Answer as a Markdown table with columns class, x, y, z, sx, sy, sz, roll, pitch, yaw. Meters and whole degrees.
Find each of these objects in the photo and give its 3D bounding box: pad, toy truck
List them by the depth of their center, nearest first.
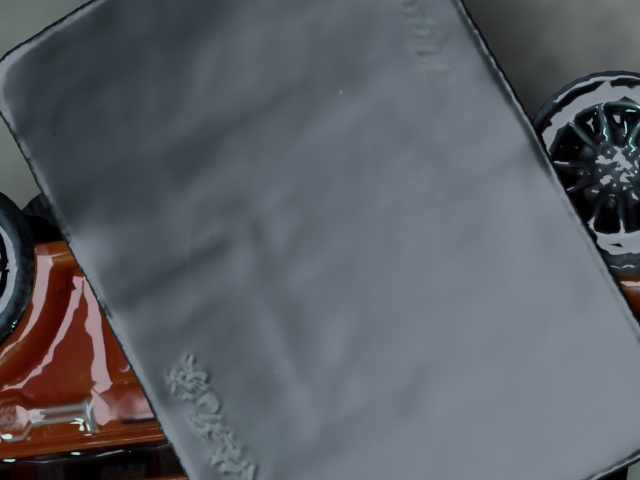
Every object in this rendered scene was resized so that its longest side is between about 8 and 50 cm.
| class | x | y | z | sx | sy | sz | roll | pitch | yaw |
| --- | --- | --- | --- | --- | --- | --- | --- | --- | --- |
| pad | 0.000 | 0.000 | 0.458 | 0.112 | 0.003 | 0.157 | -30 | 81 | 12 |
| toy truck | 0.003 | 0.029 | 0.515 | 0.253 | 0.107 | 0.114 | -7 | 88 | 15 |
